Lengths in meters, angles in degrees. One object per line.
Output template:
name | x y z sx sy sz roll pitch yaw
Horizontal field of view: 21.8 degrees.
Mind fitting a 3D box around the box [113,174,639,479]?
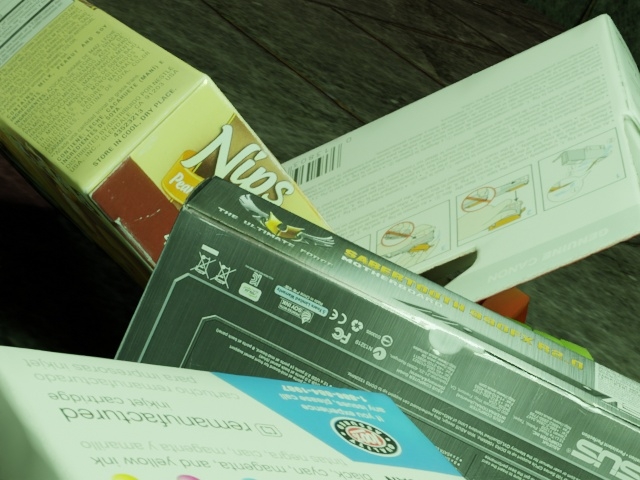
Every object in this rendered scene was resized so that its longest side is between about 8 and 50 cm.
box | 0.017 0.106 0.679 0.231 0.183 0.056 26 18 3

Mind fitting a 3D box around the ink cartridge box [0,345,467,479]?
ink cartridge box | -0.013 0.167 0.474 0.171 0.168 0.232 12 22 -40

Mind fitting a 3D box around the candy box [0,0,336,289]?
candy box | -0.112 -0.048 0.926 0.316 0.087 0.183 34 -14 52

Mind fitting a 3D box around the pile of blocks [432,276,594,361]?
pile of blocks | 0.095 0.094 0.926 0.149 0.113 0.362 30 20 4

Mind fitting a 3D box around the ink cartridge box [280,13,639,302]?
ink cartridge box | 0.065 -0.003 0.965 0.060 0.275 0.239 56 21 -29
